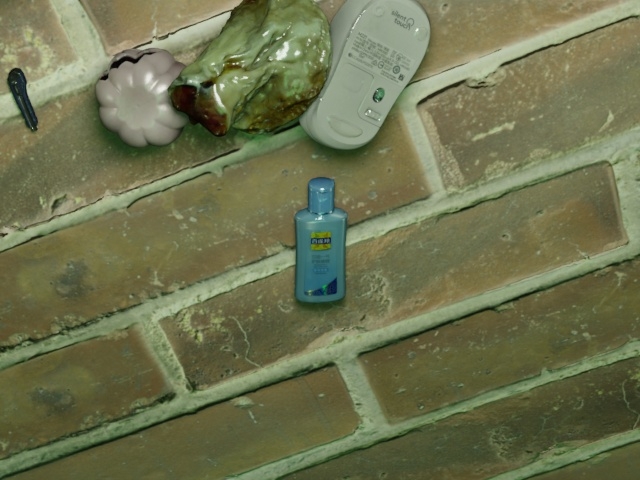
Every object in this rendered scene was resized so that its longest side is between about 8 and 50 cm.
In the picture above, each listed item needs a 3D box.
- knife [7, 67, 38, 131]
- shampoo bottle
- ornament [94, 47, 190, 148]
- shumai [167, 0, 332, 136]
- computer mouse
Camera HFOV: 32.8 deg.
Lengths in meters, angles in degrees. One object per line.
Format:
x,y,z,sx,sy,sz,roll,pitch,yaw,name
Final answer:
-0.527,-0.250,1.938,0.031,0.018,0.121,-13,122,4,knife
0.000,0.000,2.111,0.103,0.061,0.258,-3,120,-5,shampoo bottle
-0.300,-0.250,1.889,0.177,0.177,0.177,-2,121,-4,ornament
-0.117,-0.299,1.798,0.222,0.203,0.272,23,98,24,shumai
0.069,-0.302,1.910,0.184,0.121,0.297,18,103,-28,computer mouse
